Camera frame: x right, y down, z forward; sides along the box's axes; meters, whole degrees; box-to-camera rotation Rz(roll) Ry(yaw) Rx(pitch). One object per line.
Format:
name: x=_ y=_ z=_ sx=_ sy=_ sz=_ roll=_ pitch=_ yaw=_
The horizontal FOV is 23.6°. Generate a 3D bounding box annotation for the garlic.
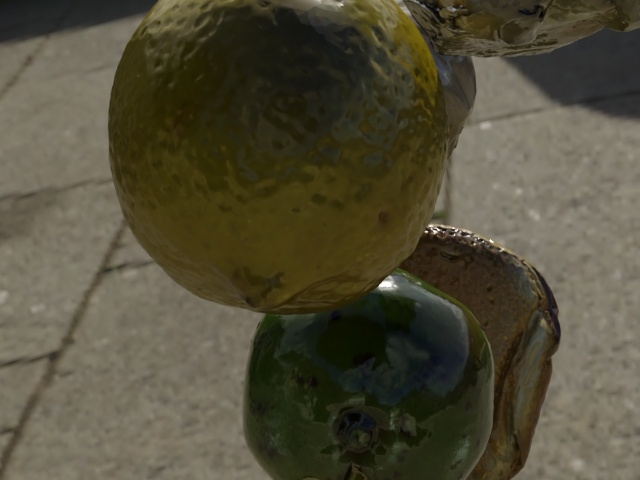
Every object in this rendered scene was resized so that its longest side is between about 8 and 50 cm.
garlic: x=0.086 y=-0.148 z=1.668 sx=0.152 sy=0.228 sz=0.228 roll=25 pitch=31 yaw=4

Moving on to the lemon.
lemon: x=-0.030 y=-0.076 z=1.089 sx=0.267 sy=0.267 sz=0.267 roll=-12 pitch=23 yaw=5

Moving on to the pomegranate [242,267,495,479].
pomegranate: x=0.052 y=0.136 z=1.404 sx=0.236 sy=0.236 sz=0.302 roll=-9 pitch=-2 yaw=11

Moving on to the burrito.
burrito: x=0.157 y=-0.200 z=1.246 sx=0.175 sy=0.107 sz=0.348 roll=6 pitch=5 yaw=-2

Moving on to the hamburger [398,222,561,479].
hamburger: x=0.112 y=0.131 z=1.729 sx=0.284 sy=0.304 sz=0.174 roll=22 pitch=-13 yaw=-6
